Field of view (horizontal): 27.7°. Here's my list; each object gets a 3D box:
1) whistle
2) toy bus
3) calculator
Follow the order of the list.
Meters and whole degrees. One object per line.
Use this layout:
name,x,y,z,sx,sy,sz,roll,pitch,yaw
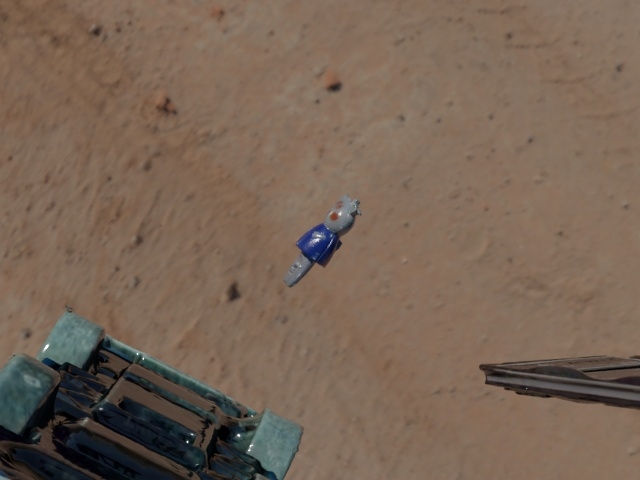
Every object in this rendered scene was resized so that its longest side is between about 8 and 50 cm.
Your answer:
whistle,0.000,0.000,0.969,0.029,0.033,0.083,38,94,-29
toy bus,-0.113,0.156,0.607,0.152,0.312,0.190,28,93,-3
calculator,0.260,0.103,0.948,0.166,0.274,0.028,-3,92,-34
